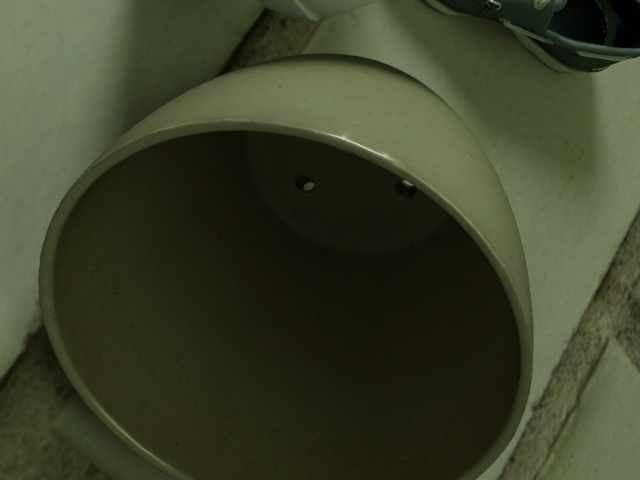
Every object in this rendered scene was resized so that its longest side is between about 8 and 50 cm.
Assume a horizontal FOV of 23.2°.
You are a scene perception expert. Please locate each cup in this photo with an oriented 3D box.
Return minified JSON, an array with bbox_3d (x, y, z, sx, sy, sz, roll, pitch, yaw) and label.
[{"bbox_3d":[0.000,0.000,1.102,0.331,0.331,0.237,64,27,-27],"label":"cup"}]

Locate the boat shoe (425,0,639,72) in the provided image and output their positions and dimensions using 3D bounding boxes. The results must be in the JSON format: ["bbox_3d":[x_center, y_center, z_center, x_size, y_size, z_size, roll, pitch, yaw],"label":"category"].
[{"bbox_3d":[0.186,-0.236,1.379,0.319,0.099,0.116,25,76,-43],"label":"boat shoe"}]

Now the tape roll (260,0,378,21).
[{"bbox_3d":[0.032,-0.293,1.096,0.100,0.286,0.286,46,63,-37],"label":"tape roll"}]
